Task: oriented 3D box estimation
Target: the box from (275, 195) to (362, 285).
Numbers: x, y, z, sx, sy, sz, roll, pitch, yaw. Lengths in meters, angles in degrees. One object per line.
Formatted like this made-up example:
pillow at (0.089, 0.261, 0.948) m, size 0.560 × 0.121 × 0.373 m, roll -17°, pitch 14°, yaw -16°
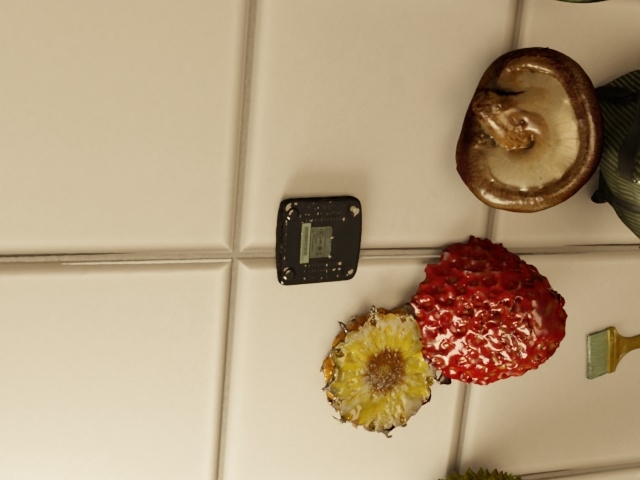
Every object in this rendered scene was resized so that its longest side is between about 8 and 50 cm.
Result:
box at (0.000, 0.000, 1.365) m, size 0.125 × 0.027 × 0.126 m, roll -4°, pitch 107°, yaw -22°

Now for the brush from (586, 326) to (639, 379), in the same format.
brush at (0.535, 0.172, 1.646) m, size 0.205 × 0.011 × 0.083 m, roll -13°, pitch 109°, yaw -19°

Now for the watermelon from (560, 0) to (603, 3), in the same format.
watermelon at (0.350, -0.440, 1.258) m, size 0.269 × 0.269 × 0.269 m, roll -6°, pitch 108°, yaw -21°

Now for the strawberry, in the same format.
strawberry at (0.258, 0.108, 1.406) m, size 0.234 × 0.178 × 0.233 m, roll 1°, pitch 88°, yaw -26°

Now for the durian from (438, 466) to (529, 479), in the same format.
durian at (0.256, 0.447, 1.506) m, size 0.237 × 0.200 × 0.176 m, roll 0°, pitch 116°, yaw -17°

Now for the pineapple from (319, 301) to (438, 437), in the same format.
pineapple at (0.086, 0.187, 1.450) m, size 0.221 × 0.047 × 0.221 m, roll -6°, pitch 106°, yaw -24°

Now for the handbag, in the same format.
handbag at (0.516, -0.117, 1.390) m, size 0.240 × 0.340 × 0.247 m, roll -25°, pitch 120°, yaw 6°

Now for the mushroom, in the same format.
mushroom at (0.295, -0.151, 1.364) m, size 0.194 × 0.138 × 0.231 m, roll 27°, pitch 108°, yaw 0°
